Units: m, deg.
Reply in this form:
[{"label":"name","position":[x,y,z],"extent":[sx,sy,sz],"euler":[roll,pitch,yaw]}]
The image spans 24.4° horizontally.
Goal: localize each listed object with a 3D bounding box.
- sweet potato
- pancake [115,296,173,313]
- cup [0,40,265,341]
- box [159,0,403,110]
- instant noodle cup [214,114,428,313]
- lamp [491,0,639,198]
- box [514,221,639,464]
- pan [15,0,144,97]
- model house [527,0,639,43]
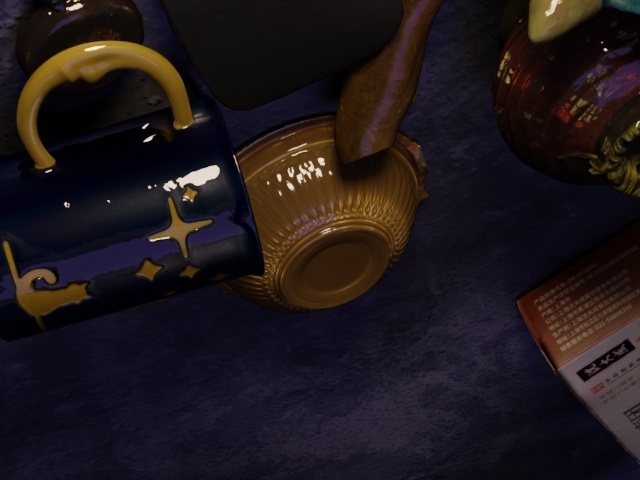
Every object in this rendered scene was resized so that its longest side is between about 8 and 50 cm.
[{"label":"sweet potato","position":[0.069,-0.186,1.388],"extent":[0.077,0.077,0.244],"euler":[5,116,-31]},{"label":"pancake","position":[-0.183,0.033,1.494],"extent":[0.139,0.022,0.139],"euler":[-18,146,-13]},{"label":"cup","position":[-0.207,-0.056,1.338],"extent":[0.256,0.178,0.255],"euler":[-16,106,-8]},{"label":"box","position":[-0.036,-0.219,1.293],"extent":[0.201,0.042,0.212],"euler":[-23,133,9]},{"label":"instant noodle cup","position":[0.000,0.000,1.536],"extent":[0.274,0.091,0.274],"euler":[-15,140,-13]},{"label":"lamp","position":[0.280,-0.152,1.411],"extent":[0.247,0.247,0.247],"euler":[-14,139,-13]},{"label":"box","position":[0.489,0.086,1.855],"extent":[0.385,0.122,0.344],"euler":[-34,140,11]},{"label":"pan","position":[-0.218,-0.199,1.247],"extent":[0.114,0.040,0.212],"euler":[-28,141,-5]},{"label":"model house","position":[0.290,-0.268,1.204],"extent":[0.325,0.194,0.267],"euler":[-53,144,-18]}]
